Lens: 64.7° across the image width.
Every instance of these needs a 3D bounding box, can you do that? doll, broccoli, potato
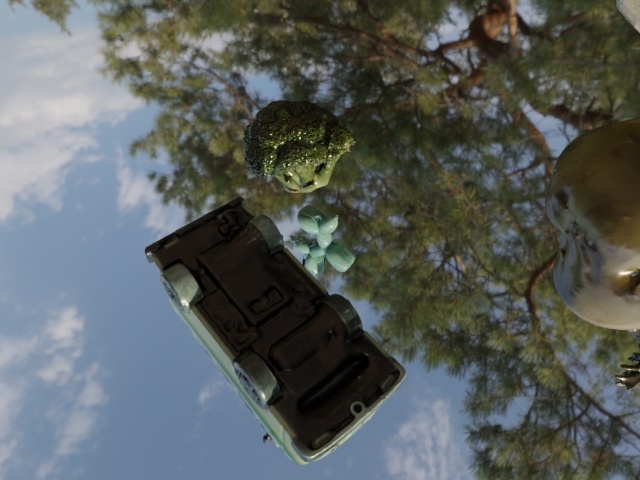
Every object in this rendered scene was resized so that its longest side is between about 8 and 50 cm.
[{"bbox_3d":[0.000,0.000,1.076,0.159,0.158,0.059,-25,-165,46],"label":"doll"},{"bbox_3d":[-0.032,-0.136,0.719,0.162,0.137,0.145,-17,-142,5],"label":"broccoli"},{"bbox_3d":[0.264,-0.014,0.375,0.201,0.154,0.137,-11,-154,-11],"label":"potato"}]

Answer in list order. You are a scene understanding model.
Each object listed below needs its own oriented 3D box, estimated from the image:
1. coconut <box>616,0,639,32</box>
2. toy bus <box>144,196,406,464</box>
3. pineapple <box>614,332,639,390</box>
[{"bbox_3d":[0.643,-0.456,0.918,0.162,0.161,0.161,47,-120,1],"label":"coconut"},{"bbox_3d":[-0.054,0.103,0.549,0.134,0.164,0.276,-32,-117,-24],"label":"toy bus"},{"bbox_3d":[0.738,0.202,1.056,0.340,0.169,0.169,-40,-127,-24],"label":"pineapple"}]
